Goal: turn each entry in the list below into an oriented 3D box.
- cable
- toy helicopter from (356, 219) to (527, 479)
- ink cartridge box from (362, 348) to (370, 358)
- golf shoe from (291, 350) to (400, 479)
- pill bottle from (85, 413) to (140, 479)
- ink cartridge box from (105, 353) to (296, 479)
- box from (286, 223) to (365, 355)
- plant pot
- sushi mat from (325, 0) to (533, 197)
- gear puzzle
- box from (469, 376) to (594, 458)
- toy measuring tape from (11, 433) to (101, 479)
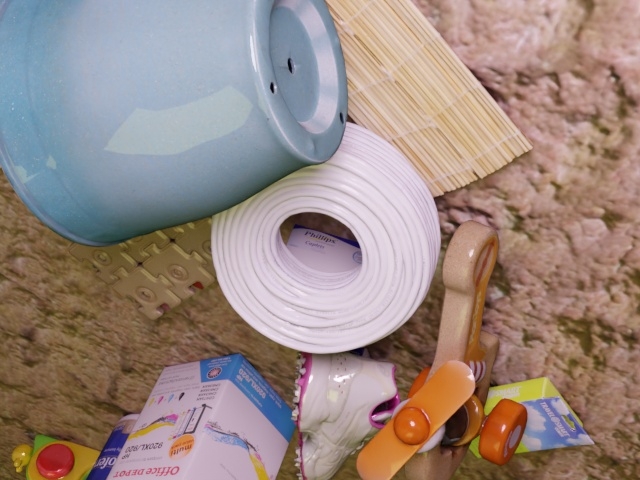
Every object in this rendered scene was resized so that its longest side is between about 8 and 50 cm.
[{"bbox_3d":[0.000,0.000,1.007,0.257,0.089,0.257,-22,108,25],"label":"cable"},{"bbox_3d":[0.147,0.146,1.074,0.140,0.235,0.355,21,122,31],"label":"toy helicopter"},{"bbox_3d":[0.036,0.207,1.302,0.088,0.052,0.122,-1,134,24],"label":"ink cartridge box"},{"bbox_3d":[0.033,0.247,1.225,0.140,0.115,0.306,1,145,0],"label":"golf shoe"},{"bbox_3d":[-0.328,0.438,1.543,0.153,0.265,0.153,12,137,12],"label":"pill bottle"},{"bbox_3d":[-0.176,0.320,1.377,0.171,0.233,0.168,-14,126,34],"label":"ink cartridge box"},{"bbox_3d":[0.010,0.064,1.151,0.126,0.072,0.137,16,137,7],"label":"box"},{"bbox_3d":[-0.123,-0.144,0.857,0.255,0.272,0.272,-8,129,27],"label":"plant pot"},{"bbox_3d":[0.065,-0.172,0.923,0.151,0.019,0.316,-25,119,41],"label":"sushi mat"},{"bbox_3d":[-0.182,-0.018,1.182,0.175,0.044,0.339,43,132,-18],"label":"gear puzzle"},{"bbox_3d":[0.266,0.241,1.240,0.178,0.042,0.109,-18,124,37],"label":"box"},{"bbox_3d":[-0.436,0.457,1.726,0.330,0.121,0.121,15,138,9],"label":"toy measuring tape"}]
